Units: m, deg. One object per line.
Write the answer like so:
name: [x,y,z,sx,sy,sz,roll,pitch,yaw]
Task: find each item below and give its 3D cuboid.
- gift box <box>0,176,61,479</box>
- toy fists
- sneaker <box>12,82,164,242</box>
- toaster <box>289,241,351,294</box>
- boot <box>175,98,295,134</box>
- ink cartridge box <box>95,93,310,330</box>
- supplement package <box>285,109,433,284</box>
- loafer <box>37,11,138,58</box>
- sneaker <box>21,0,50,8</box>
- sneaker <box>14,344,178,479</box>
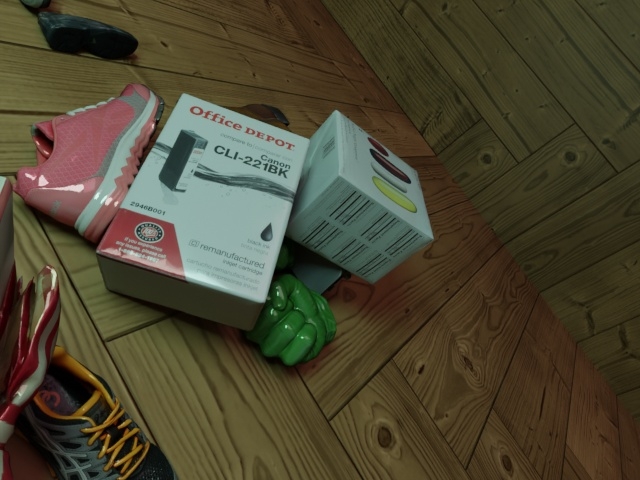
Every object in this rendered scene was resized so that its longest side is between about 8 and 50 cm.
gift box: [-0.308,0.103,0.247,0.258,0.276,0.255,10,52,-26]
toy fists: [-0.080,0.065,0.701,0.142,0.096,0.279,-7,64,-51]
sneaker: [-0.316,-0.148,0.612,0.136,0.116,0.314,27,39,-30]
toaster: [0.000,0.000,0.851,0.186,0.110,0.168,53,31,5]
boot: [-0.125,-0.196,0.915,0.264,0.096,0.280,56,33,9]
ink cartridge box: [-0.143,-0.044,0.598,0.196,0.114,0.273,18,57,-9]
supplement package: [0.060,-0.072,0.753,0.203,0.149,0.194,30,37,-26]
loafer: [-0.410,-0.373,0.781,0.061,0.062,0.170,52,30,12]
sneaker: [-0.481,-0.487,0.786,0.118,0.083,0.222,2,54,-50]
sneaker: [-0.217,0.187,0.419,0.215,0.083,0.084,46,31,-10]
